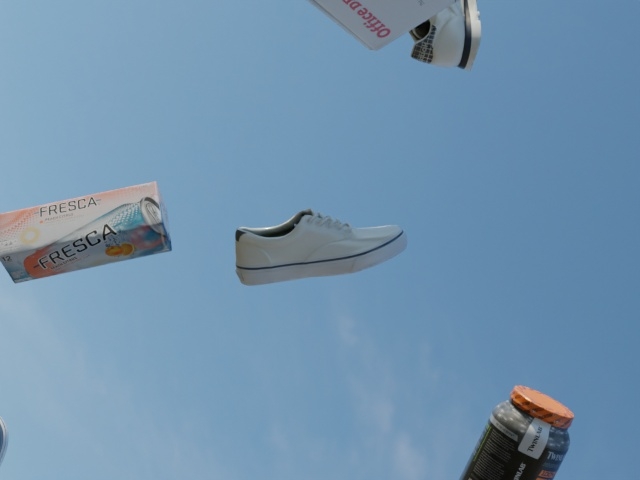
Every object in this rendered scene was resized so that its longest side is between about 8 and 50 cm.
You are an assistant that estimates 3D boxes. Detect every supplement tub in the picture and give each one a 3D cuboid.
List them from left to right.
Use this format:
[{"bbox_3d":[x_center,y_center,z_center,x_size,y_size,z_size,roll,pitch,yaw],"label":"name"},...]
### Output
[{"bbox_3d":[0.273,0.308,1.458,0.117,0.117,0.190,32,-78,40],"label":"supplement tub"}]

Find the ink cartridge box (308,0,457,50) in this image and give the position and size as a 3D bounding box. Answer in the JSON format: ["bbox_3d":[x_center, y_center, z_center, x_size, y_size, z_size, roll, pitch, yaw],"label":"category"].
[{"bbox_3d":[0.083,-0.261,0.849,0.203,0.148,0.085,-28,-115,20],"label":"ink cartridge box"}]

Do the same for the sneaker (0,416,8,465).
[{"bbox_3d":[-0.462,0.343,1.208,0.127,0.126,0.321,94,6,-74],"label":"sneaker"}]

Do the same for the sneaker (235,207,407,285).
[{"bbox_3d":[0.000,0.000,1.516,0.094,0.258,0.091,-127,-153,-70],"label":"sneaker"}]

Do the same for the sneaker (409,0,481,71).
[{"bbox_3d":[0.168,-0.338,1.476,0.090,0.095,0.235,96,-6,-49],"label":"sneaker"}]

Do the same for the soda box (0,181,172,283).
[{"bbox_3d":[-0.261,-0.009,1.152,0.058,0.183,0.063,79,-2,-56],"label":"soda box"}]
